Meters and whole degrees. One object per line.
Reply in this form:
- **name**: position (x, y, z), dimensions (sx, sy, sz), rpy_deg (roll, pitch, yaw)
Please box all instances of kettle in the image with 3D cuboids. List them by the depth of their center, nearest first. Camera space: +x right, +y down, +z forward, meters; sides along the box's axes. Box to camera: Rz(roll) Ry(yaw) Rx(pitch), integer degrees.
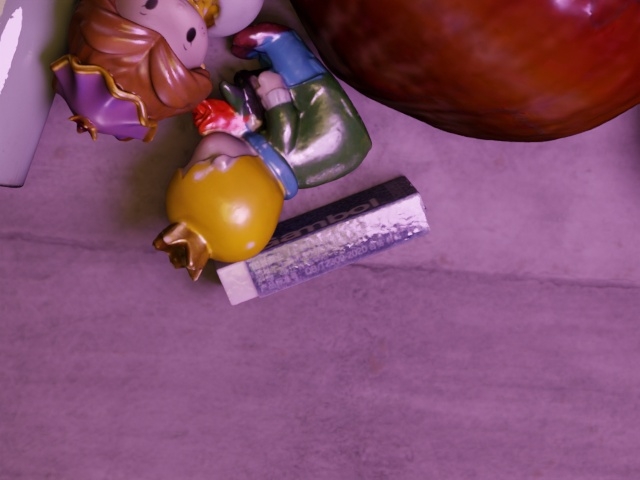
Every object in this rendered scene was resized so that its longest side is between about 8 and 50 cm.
- **kettle**: position (-0.337, -0.196, 1.612), dimensions (0.221, 0.161, 0.236), rpy_deg (24, 97, 19)

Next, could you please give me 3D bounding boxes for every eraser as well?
- **eraser**: position (0.000, 0.000, 1.717), dimensions (0.212, 0.092, 0.046), rpy_deg (-21, 105, -1)

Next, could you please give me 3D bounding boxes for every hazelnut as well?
- **hazelnut**: position (0.163, -0.279, 1.538), dimensions (0.402, 0.402, 0.429), rpy_deg (-46, 116, 3)

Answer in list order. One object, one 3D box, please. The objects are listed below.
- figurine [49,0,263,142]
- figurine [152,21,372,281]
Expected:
- **figurine**: position (-0.144, -0.200, 1.586), dimensions (0.142, 0.189, 0.263), rpy_deg (36, 59, -9)
- **figurine**: position (-0.083, -0.086, 1.658), dimensions (0.234, 0.127, 0.185), rpy_deg (-36, 97, -8)
